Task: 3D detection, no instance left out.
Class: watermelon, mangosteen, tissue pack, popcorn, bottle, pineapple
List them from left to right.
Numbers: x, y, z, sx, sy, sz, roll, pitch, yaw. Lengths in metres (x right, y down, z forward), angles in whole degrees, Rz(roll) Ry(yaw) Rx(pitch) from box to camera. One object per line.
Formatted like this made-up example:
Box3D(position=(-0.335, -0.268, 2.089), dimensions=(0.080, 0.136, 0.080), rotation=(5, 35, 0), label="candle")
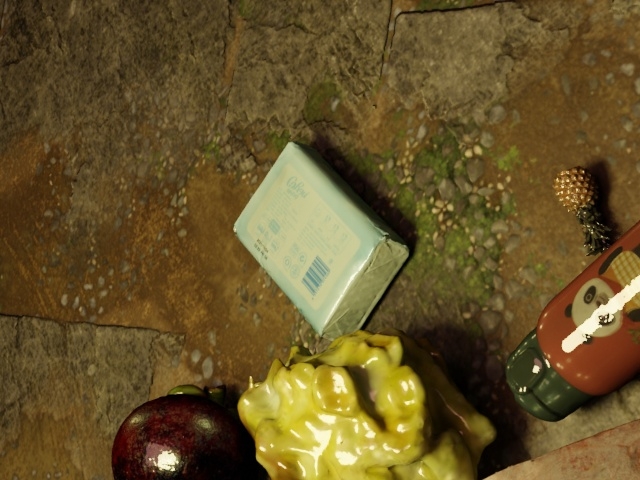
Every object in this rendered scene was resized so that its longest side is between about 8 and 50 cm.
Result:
Box3D(position=(-0.197, 0.307, 2.262), dimensions=(0.216, 0.216, 0.216), rotation=(-13, 70, 41), label="mangosteen")
Box3D(position=(0.000, 0.000, 2.245), dimensions=(0.177, 0.089, 0.263), rotation=(-56, 46, 15), label="tissue pack")
Box3D(position=(0.062, 0.248, 1.991), dimensions=(0.312, 0.312, 0.312), rotation=(-13, 70, 41), label="popcorn")
Box3D(position=(0.334, -0.030, 1.965), dimensions=(0.058, 0.058, 0.124), rotation=(-30, 66, 35), label="pineapple")
Box3D(position=(0.322, 0.277, 1.770), dimensions=(0.283, 0.292, 0.250), rotation=(-5, 43, 51), label="watermelon")
Box3D(position=(0.360, 0.088, 1.847), dimensions=(0.336, 0.144, 0.144), rotation=(-47, 52, 27), label="bottle")
